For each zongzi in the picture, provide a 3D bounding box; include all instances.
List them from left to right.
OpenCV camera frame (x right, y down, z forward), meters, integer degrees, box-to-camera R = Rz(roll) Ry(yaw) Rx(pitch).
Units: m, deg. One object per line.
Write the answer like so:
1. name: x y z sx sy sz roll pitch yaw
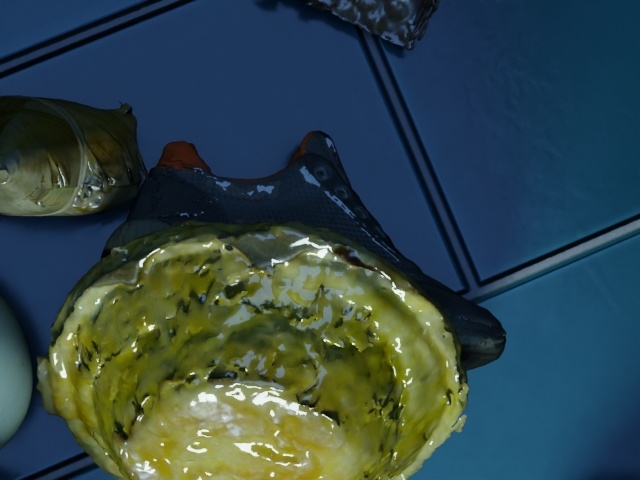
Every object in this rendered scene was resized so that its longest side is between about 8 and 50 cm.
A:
1. zongzi: -0.259 -0.062 1.324 0.195 0.197 0.099 0 96 27

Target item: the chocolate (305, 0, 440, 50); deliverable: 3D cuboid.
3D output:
1. chocolate: -0.049 -0.269 1.442 0.329 0.065 0.102 26 104 -3

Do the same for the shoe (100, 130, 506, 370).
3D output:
1. shoe: 0.000 0.000 1.413 0.337 0.132 0.171 17 73 -6

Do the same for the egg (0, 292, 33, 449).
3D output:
1. egg: -0.349 0.079 1.333 0.264 0.183 0.182 31 85 2

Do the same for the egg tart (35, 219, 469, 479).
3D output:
1. egg tart: -0.053 0.127 1.309 0.341 0.132 0.341 5 131 5
